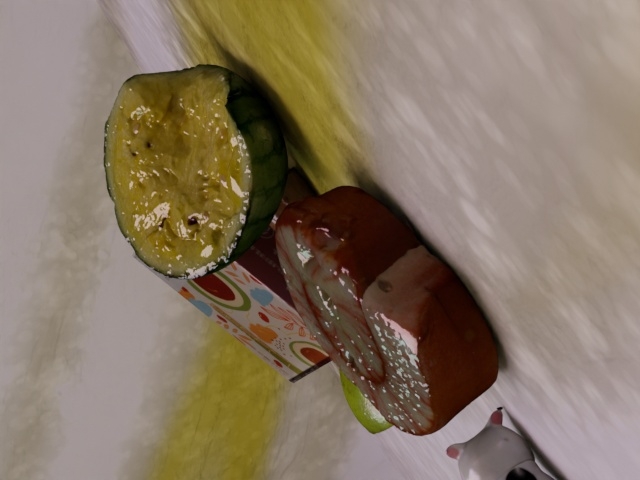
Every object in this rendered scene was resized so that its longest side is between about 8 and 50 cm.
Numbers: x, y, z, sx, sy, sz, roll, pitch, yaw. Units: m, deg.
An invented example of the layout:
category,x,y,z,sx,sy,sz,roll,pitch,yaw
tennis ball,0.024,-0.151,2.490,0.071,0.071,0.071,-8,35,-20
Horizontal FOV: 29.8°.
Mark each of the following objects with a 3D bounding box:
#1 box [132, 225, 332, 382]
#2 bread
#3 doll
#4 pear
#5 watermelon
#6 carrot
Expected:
category,x,y,z,sx,sy,sz,roll,pitch,yaw
box,-0.118,0.063,2.087,0.385,0.122,0.344,39,158,-3
bread,0.072,0.088,1.481,0.328,0.114,0.295,44,159,33
doll,0.258,0.329,1.601,0.180,0.110,0.107,50,164,30
pear,0.092,0.223,2.188,0.288,0.139,0.239,103,141,-82
watermelon,-0.159,-0.108,1.792,0.331,0.189,0.330,17,113,46
carrot,0.000,0.000,1.908,0.263,0.102,0.102,49,174,-6
